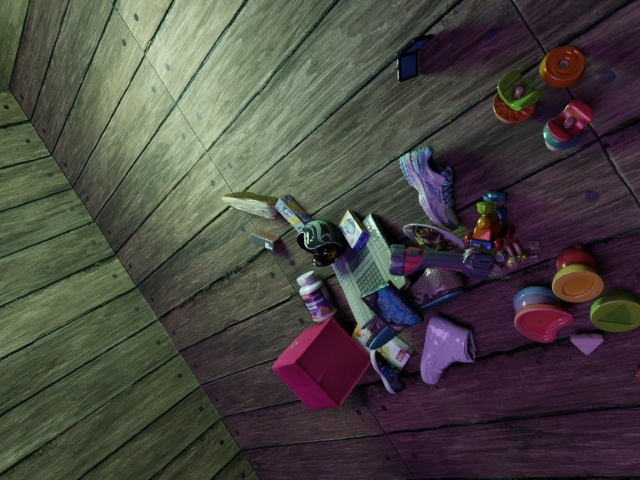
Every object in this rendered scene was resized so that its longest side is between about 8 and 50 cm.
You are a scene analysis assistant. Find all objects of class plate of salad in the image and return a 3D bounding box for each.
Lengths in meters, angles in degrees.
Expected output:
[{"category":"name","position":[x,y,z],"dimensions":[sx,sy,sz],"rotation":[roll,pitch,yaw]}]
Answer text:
[{"category":"plate of salad","position":[0.355,0.001,1.534],"dimensions":[0.200,0.048,0.200],"rotation":[22,167,5]}]

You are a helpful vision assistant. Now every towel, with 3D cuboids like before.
[{"category":"towel","position":[0.175,0.115,1.732],"dimensions":[0.312,0.056,0.324],"rotation":[-54,46,39]}]

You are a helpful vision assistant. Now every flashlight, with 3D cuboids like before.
[{"category":"flashlight","position":[0.368,0.074,1.510],"dimensions":[0.304,0.103,0.103],"rotation":[6,101,9]}]

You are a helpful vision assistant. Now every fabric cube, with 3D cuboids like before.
[{"category":"fabric cube","position":[0.003,0.508,1.985],"dimensions":[0.259,0.254,0.258],"rotation":[47,148,-3]}]

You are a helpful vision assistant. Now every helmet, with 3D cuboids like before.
[{"category":"helmet","position":[0.000,0.000,1.823],"dimensions":[0.161,0.170,0.169],"rotation":[-113,31,-44]}]

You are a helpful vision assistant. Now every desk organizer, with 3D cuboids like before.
[{"category":"desk organizer","position":[-0.239,-0.002,2.104],"dimensions":[0.130,0.050,0.047],"rotation":[20,125,31]}]

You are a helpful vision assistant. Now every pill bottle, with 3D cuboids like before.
[{"category":"pill bottle","position":[-0.020,0.229,2.006],"dimensions":[0.108,0.108,0.193],"rotation":[-20,99,45]}]

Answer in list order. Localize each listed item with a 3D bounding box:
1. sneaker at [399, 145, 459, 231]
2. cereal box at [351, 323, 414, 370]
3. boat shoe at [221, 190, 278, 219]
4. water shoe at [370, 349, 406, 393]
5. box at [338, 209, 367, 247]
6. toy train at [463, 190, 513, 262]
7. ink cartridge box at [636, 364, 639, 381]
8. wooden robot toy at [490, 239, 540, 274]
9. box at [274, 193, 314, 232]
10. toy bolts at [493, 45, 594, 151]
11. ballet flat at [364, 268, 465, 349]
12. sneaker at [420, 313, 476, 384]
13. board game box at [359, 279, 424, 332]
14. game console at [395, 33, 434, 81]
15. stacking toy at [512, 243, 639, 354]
[{"category":"sneaker","position":[0.358,-0.158,1.477],"dimensions":[0.122,0.110,0.283],"rotation":[-30,98,32]},{"category":"cereal box","position":[0.239,0.426,1.939],"dimensions":[0.240,0.047,0.173],"rotation":[36,133,20]},{"category":"boat shoe","position":[-0.301,-0.146,2.038],"dimensions":[0.285,0.105,0.089],"rotation":[14,119,34]},{"category":"water shoe","position":[0.268,0.502,1.890],"dimensions":[0.080,0.073,0.203],"rotation":[-24,104,23]},{"category":"box","position":[0.119,-0.036,1.751],"dimensions":[0.081,0.028,0.136],"rotation":[-62,40,33]},{"category":"toy train","position":[0.458,-0.044,1.355],"dimensions":[0.105,0.248,0.143],"rotation":[11,115,36]},{"category":"ink cartridge box","position":[0.949,0.373,1.303],"dimensions":[0.099,0.056,0.135],"rotation":[55,136,3]},{"category":"wooden robot toy","position":[0.565,0.053,1.434],"dimensions":[0.173,0.079,0.076],"rotation":[-33,90,45]},{"category":"box","position":[-0.101,-0.102,1.925],"dimensions":[0.169,0.059,0.054],"rotation":[48,137,9]},{"category":"toy bolts","position":[0.575,-0.334,1.209],"dimensions":[0.218,0.158,0.228],"rotation":[-37,74,6]},{"category":"ballet flat","position":[0.300,0.212,1.719],"dimensions":[0.483,0.164,0.182],"rotation":[-46,59,40]},{"category":"sneaker","position":[0.456,0.419,1.711],"dimensions":[0.169,0.108,0.292],"rotation":[20,124,35]},{"category":"board game box","position":[0.236,0.222,1.602],"dimensions":[0.126,0.026,0.186],"rotation":[-32,111,34]},{"category":"game console","position":[0.266,-0.508,1.344],"dimensions":[0.107,0.122,0.071],"rotation":[-30,93,45]},{"category":"stacking toy","position":[0.727,0.171,1.381],"dimensions":[0.280,0.130,0.309],"rotation":[24,135,-5]}]
